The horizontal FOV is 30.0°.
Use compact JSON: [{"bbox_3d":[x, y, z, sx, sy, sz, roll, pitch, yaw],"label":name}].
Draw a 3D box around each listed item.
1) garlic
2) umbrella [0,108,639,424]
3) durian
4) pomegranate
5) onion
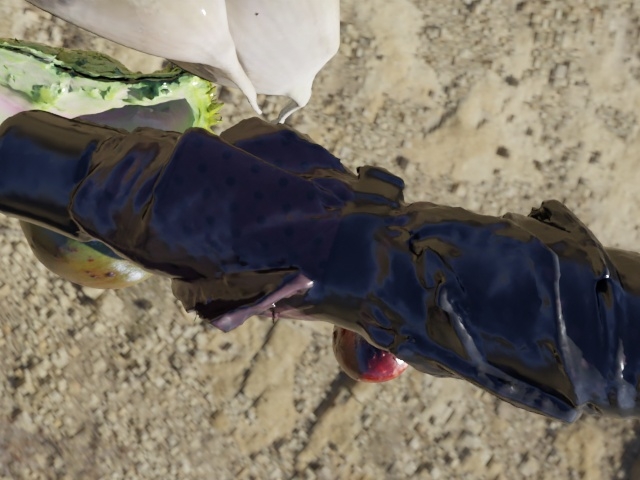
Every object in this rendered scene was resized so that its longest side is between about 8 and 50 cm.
[{"bbox_3d":[-0.130,-0.206,0.999,0.340,0.246,0.231,45,43,-16],"label":"garlic"},{"bbox_3d":[0.000,0.000,0.524,0.326,0.090,0.094,18,98,12],"label":"umbrella"},{"bbox_3d":[-0.289,-0.159,1.388,0.352,0.169,0.158,10,74,-8],"label":"durian"},{"bbox_3d":[-0.317,-0.078,1.859,0.291,0.291,0.323,32,131,-31],"label":"pomegranate"},{"bbox_3d":[0.081,0.148,1.734,0.131,0.131,0.131,-8,108,-26],"label":"onion"}]
